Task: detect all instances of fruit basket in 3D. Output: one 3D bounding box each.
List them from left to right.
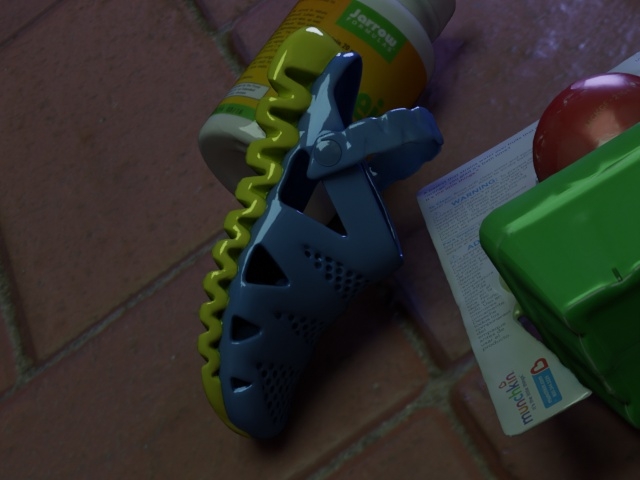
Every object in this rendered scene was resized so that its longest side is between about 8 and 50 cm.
[{"bbox_3d":[0.234,-0.035,1.062,0.327,0.165,0.353,-32,20,9],"label":"fruit basket"}]

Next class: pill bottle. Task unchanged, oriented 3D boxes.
[{"bbox_3d":[0.014,-0.141,1.352,0.136,0.136,0.246,10,57,47],"label":"pill bottle"}]

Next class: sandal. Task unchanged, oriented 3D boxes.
[{"bbox_3d":[0.000,0.000,1.172,0.138,0.126,0.317,15,89,14],"label":"sandal"}]
